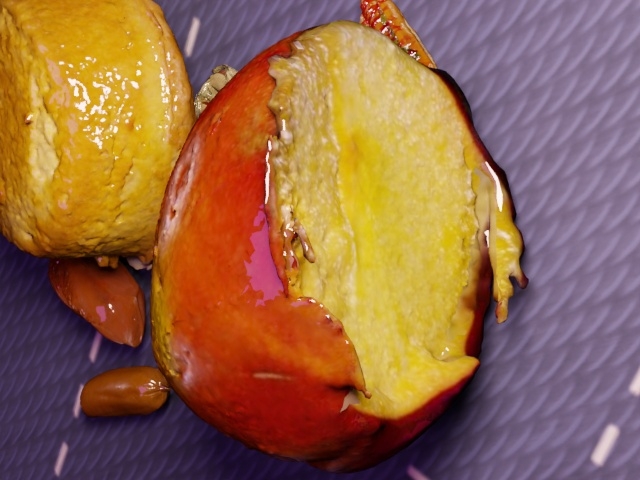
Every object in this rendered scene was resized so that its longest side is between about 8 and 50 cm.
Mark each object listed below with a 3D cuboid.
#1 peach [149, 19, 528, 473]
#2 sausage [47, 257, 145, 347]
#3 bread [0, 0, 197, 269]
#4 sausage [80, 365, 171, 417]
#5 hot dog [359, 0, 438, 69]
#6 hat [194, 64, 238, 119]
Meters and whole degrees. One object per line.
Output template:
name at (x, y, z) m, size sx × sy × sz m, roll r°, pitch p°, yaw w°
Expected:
peach at (0.000, 0.000, 1.547) m, size 0.353 × 0.339 × 0.416 m, roll 32°, pitch 112°, yaw 34°
sausage at (-0.276, 0.061, 1.992) m, size 0.179 × 0.089 × 0.089 m, roll 42°, pitch 121°, yaw 33°
bread at (-0.288, -0.138, 1.877) m, size 0.337 × 0.204 × 0.358 m, roll 39°, pitch 133°, yaw 52°
sausage at (-0.248, 0.188, 2.002) m, size 0.183 × 0.054 × 0.062 m, roll -9°, pitch 55°, yaw 46°
hot dog at (0.079, -0.193, 1.657) m, size 0.062 × 0.038 × 0.144 m, roll -45°, pitch 64°, yaw 38°
hat at (-0.102, -0.153, 1.824) m, size 0.077 × 0.059 × 0.076 m, roll -55°, pitch 42°, yaw 27°
